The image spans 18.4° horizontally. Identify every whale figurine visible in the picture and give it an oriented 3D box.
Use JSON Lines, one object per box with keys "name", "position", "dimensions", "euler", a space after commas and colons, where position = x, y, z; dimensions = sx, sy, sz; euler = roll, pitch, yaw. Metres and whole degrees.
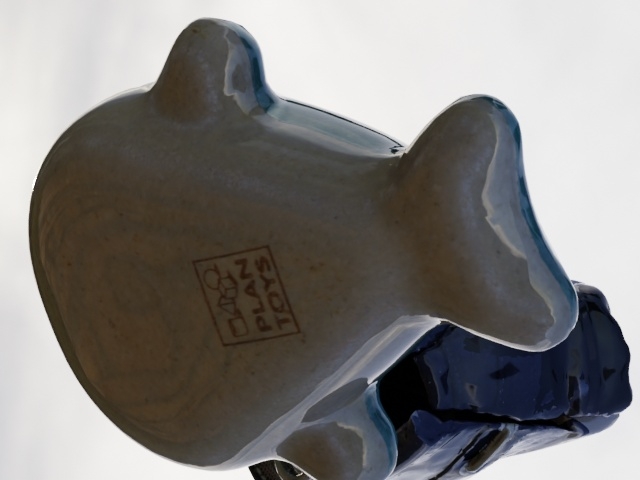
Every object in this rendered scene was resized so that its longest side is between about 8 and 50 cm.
{"name": "whale figurine", "position": [0.000, 0.000, 0.854], "dimensions": [0.272, 0.141, 0.216], "euler": [-12, -78, 42]}

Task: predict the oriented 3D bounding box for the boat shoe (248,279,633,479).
{"name": "boat shoe", "position": [0.014, 0.100, 1.168], "dimensions": [0.340, 0.158, 0.127], "euler": [-29, -110, 51]}
